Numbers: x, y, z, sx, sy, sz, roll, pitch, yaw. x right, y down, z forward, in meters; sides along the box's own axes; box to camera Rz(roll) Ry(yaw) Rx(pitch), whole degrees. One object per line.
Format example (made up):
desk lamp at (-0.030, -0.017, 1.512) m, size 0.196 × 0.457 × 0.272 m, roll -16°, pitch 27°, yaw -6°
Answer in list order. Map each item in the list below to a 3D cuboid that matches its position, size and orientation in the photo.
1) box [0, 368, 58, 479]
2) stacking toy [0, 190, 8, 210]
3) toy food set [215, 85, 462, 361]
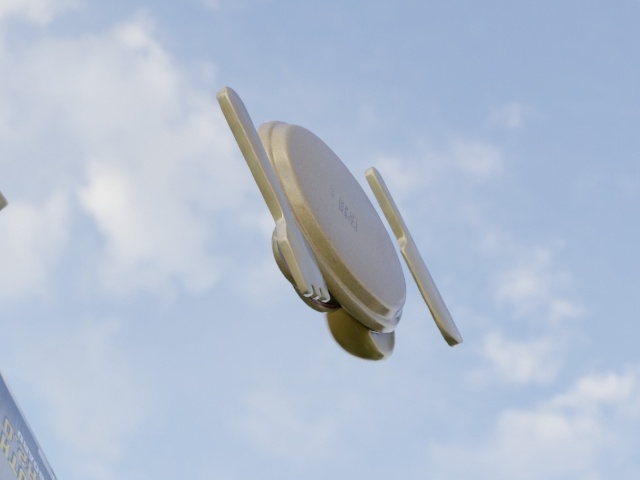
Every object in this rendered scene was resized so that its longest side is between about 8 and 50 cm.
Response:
box at (-0.216, 0.158, 0.937) m, size 0.056 × 0.183 × 0.231 m, roll -23°, pitch -73°, yaw 0°
stacking toy at (-0.408, -0.123, 1.177) m, size 0.309 × 0.130 × 0.279 m, roll 32°, pitch -26°, yaw 42°
toy food set at (0.000, 0.000, 0.747) m, size 0.038 × 0.132 × 0.192 m, roll -32°, pitch -23°, yaw 17°
